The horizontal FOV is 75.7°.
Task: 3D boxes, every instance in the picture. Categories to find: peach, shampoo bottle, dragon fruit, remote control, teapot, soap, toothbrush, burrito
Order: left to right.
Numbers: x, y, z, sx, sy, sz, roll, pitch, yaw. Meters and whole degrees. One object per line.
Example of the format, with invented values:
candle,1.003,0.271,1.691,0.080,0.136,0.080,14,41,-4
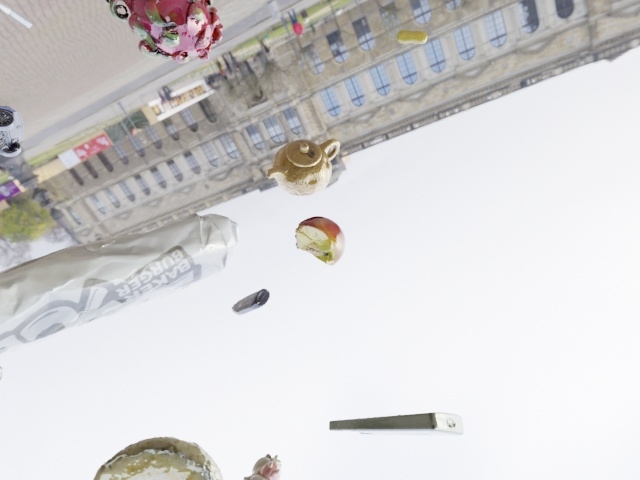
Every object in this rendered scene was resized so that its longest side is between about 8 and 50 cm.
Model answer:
toothbrush,-0.843,-0.619,1.108,0.025,0.030,0.342,-51,-157,0
burrito,-0.307,0.060,0.495,0.445,0.101,0.139,-22,-177,-39
dragon fruit,-0.379,-0.554,0.999,0.218,0.272,0.198,-52,172,11
shampoo bottle,-0.267,0.235,1.534,0.233,0.049,0.087,-29,-159,50
teapot,-0.050,-0.269,1.387,0.311,0.167,0.203,-31,-113,-25
peach,0.007,-0.001,1.068,0.151,0.151,0.118,1,-145,46
remote control,0.152,0.394,0.883,0.285,0.123,0.038,-24,-128,41
soap,0.253,-0.562,1.137,0.089,0.034,0.012,-4,-163,-10

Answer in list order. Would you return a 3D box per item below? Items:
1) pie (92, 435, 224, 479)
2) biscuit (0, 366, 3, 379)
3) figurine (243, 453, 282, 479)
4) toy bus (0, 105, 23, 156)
pie,-0.299,0.495,0.768,0.274,0.274,0.055,-27,-171,1
biscuit,-0.727,0.296,0.775,0.031,0.205,0.138,10,-104,30
figurine,-0.139,0.555,0.958,0.081,0.098,0.146,14,176,6
toy bus,-0.824,-0.207,0.921,0.125,0.133,0.292,-41,-163,53
